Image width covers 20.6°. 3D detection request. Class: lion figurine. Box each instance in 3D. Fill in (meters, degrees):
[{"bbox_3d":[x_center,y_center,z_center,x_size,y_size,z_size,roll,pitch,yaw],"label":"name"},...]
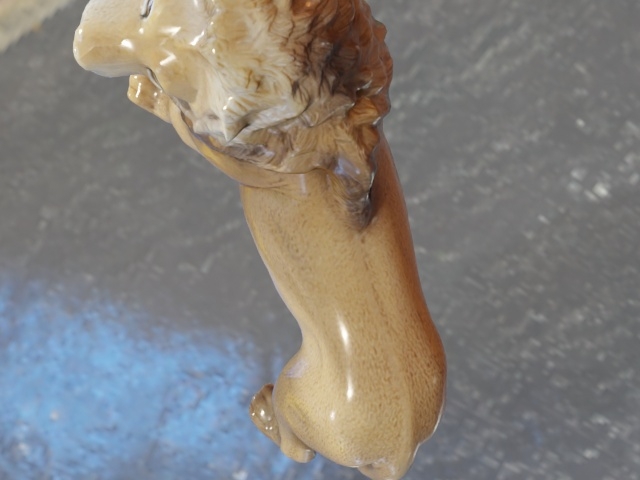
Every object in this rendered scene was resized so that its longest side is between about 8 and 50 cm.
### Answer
[{"bbox_3d":[0.000,0.000,0.916,0.142,0.392,0.240,-31,24,-9],"label":"lion figurine"}]
